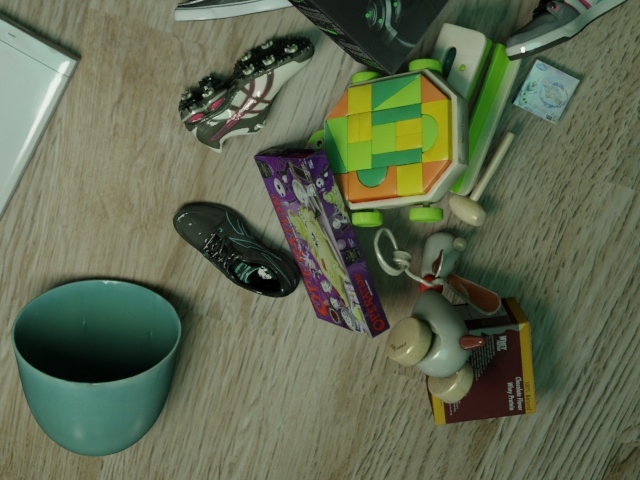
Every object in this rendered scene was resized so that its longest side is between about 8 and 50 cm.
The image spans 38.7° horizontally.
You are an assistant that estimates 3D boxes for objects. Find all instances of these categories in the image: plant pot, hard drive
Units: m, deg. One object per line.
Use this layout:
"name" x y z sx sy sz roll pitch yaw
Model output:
"plant pot" -0.409 0.251 1.678 0.293 0.293 0.235 7 123 -3
"hard drive" -0.614 -0.229 1.635 0.233 0.047 0.353 29 106 -9

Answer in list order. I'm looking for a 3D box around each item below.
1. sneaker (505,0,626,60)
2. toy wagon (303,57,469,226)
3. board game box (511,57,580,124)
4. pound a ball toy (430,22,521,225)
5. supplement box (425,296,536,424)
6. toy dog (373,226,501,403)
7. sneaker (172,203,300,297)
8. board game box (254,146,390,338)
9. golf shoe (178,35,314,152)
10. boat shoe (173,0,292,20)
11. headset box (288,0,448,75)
"sneaker" 0.400 -0.437 1.520 0.295 0.124 0.178 -35 104 -17
"toy wagon" 0.092 -0.159 1.557 0.344 0.068 0.267 -4 82 37
"board game box" 0.407 -0.270 1.652 0.090 0.020 0.090 24 106 -8
"pound a ball toy" 0.243 -0.202 1.625 0.208 0.136 0.319 8 105 -47
"supplement box" 0.300 0.231 1.754 0.194 0.129 0.191 -8 108 2
"toy dog" 0.226 0.108 1.592 0.220 0.333 0.161 19 146 -41
"sneaker" -0.156 0.019 1.686 0.267 0.106 0.101 31 106 -3
"board game box" 0.000 0.000 1.640 0.056 0.208 0.346 -27 108 -19
"golf shoe" -0.118 -0.263 1.618 0.273 0.105 0.120 -28 122 14
"boat shoe" -0.140 -0.421 1.553 0.229 0.080 0.076 -9 102 1
"headset box" 0.082 -0.442 1.470 0.283 0.131 0.246 34 92 -34
